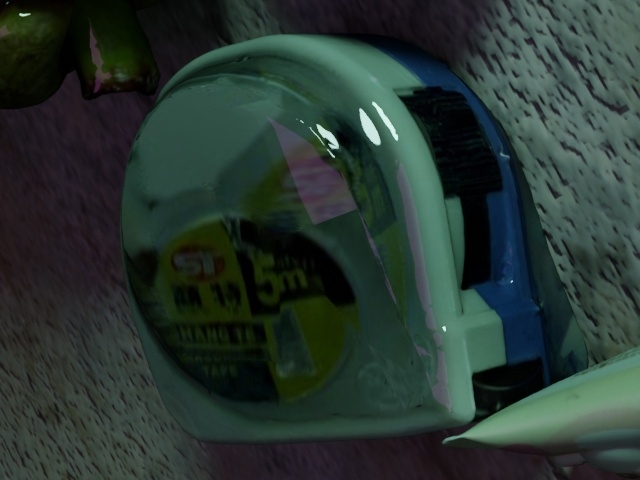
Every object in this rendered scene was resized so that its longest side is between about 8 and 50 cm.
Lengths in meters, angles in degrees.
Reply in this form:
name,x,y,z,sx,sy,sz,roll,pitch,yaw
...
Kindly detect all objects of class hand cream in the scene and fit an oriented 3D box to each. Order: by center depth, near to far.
name,x,y,z,sx,sy,sz,roll,pitch,yaw
hand cream,0.223,0.072,0.872,0.306,0.147,0.093,-22,69,36

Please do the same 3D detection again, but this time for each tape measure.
name,x,y,z,sx,sy,sz,roll,pitch,yaw
tape measure,0.000,0.002,1.013,0.259,0.138,0.262,-9,97,38

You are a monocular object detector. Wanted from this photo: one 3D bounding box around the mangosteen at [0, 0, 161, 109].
name,x,y,z,sx,sy,sz,roll,pitch,yaw
mangosteen,-0.224,-0.220,1.014,0.300,0.300,0.300,12,111,35
